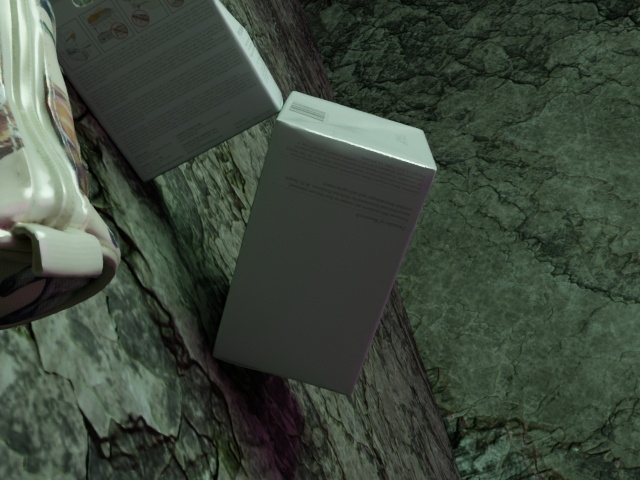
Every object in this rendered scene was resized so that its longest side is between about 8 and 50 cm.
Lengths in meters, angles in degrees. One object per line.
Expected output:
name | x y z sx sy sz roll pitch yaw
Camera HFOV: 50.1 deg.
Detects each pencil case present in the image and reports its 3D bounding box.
pencil case | -0.230 -0.132 0.410 0.159 0.183 0.411 14 52 -53

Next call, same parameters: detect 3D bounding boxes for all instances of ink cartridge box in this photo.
ink cartridge box | -0.176 -0.202 0.747 0.232 0.189 0.066 59 13 -25

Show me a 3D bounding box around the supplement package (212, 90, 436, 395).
supplement package | 0.000 0.000 0.813 0.177 0.175 0.293 -82 -171 -68
